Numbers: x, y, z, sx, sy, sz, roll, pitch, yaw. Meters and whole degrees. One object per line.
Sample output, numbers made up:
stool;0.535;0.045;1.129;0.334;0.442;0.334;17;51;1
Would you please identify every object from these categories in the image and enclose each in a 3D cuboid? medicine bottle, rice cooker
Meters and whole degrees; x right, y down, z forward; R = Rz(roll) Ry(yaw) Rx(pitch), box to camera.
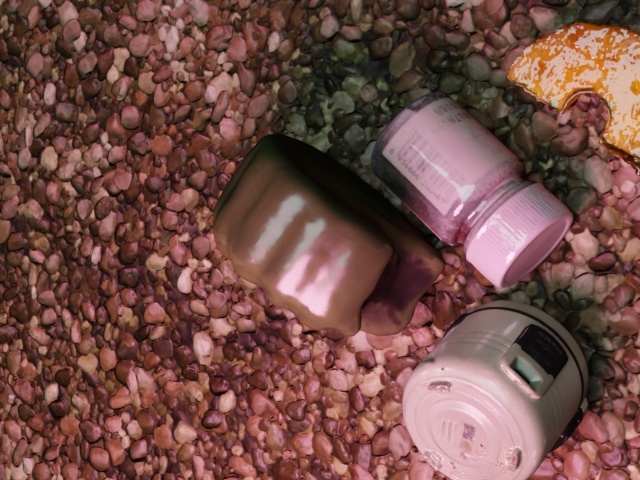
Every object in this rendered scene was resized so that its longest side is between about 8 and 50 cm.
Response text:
medicine bottle;0.216;-0.074;1.589;0.273;0.165;0.165;46;110;20
rice cooker;0.250;0.210;1.525;0.226;0.244;0.226;16;122;28

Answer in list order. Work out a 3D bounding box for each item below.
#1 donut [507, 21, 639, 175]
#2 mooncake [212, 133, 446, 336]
donut;0.409;-0.212;1.519;0.259;0.101;0.152;42;108;23
mooncake;0.000;0.000;1.605;0.351;0.351;0.187;42;107;22
